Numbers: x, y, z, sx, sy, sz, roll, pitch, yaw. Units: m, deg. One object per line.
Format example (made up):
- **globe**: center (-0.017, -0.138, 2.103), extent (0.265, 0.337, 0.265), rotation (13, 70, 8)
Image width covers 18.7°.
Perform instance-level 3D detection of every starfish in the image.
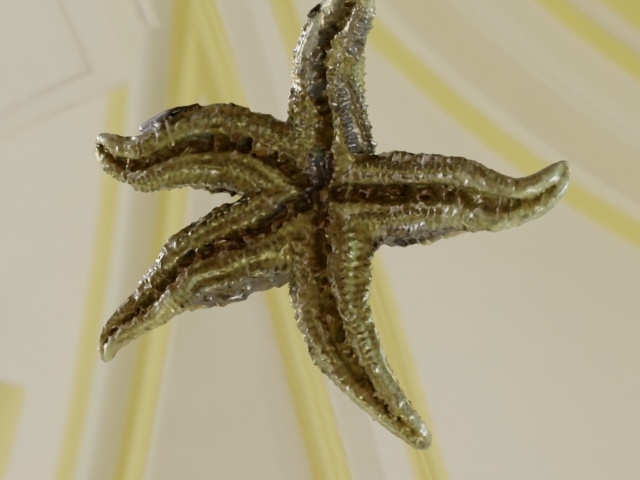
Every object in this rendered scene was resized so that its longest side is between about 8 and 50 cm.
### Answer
- **starfish**: center (0.000, 0.000, 0.741), extent (0.208, 0.176, 0.053), rotation (-24, 172, 34)
